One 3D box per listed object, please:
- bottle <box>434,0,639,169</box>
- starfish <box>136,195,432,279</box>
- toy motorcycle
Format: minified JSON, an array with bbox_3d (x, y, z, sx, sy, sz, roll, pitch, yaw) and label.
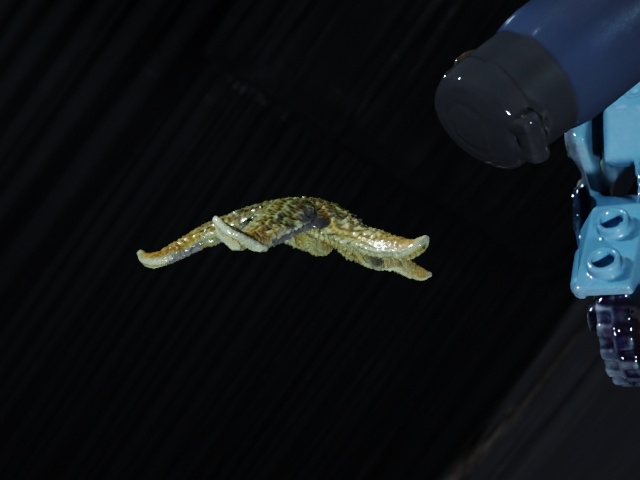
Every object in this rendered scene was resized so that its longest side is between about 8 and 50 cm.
[{"bbox_3d":[0.168,-0.130,0.725,0.082,0.244,0.072,35,157,43],"label":"bottle"},{"bbox_3d":[0.000,0.000,0.825,0.176,0.053,0.208,7,-175,40],"label":"starfish"},{"bbox_3d":[0.299,-0.070,1.253,0.172,0.416,0.232,-2,135,30],"label":"toy motorcycle"}]
